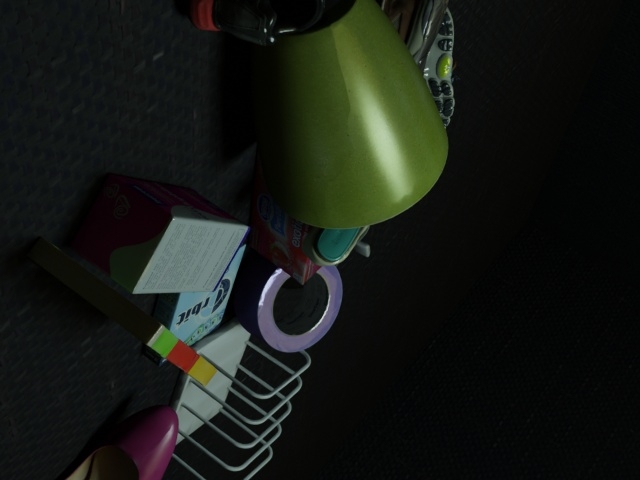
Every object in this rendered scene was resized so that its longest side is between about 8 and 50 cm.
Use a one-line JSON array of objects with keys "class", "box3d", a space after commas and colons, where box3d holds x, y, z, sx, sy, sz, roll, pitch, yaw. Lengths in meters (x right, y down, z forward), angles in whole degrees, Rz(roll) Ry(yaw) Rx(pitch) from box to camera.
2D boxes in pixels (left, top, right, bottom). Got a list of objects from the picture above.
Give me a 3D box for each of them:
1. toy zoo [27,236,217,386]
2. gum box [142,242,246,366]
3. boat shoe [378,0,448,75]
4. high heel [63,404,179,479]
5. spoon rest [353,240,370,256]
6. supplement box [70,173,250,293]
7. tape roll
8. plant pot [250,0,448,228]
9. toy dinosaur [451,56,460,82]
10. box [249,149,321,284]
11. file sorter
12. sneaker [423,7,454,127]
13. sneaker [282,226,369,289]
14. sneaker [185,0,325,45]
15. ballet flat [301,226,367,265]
[{"class": "toy zoo", "box3d": [-0.235, 0.103, 1.172, 0.030, 0.192, 0.293, -53, 161, -11]}, {"class": "gum box", "box3d": [-0.203, 0.094, 1.482, 0.157, 0.041, 0.184, -34, 150, -51]}, {"class": "boat shoe", "box3d": [0.108, -0.282, 1.526, 0.123, 0.117, 0.324, -46, 157, -64]}, {"class": "high heel", "box3d": [-0.368, 0.414, 1.448, 0.377, 0.127, 0.181, -52, 172, -3]}, {"class": "spoon rest", "box3d": [0.117, -0.105, 1.938, 0.137, 0.084, 0.276, 78, 35, -67]}, {"class": "supplement box", "box3d": [-0.202, -0.004, 1.204, 0.113, 0.111, 0.220, -60, 162, 10]}, {"class": "tape roll", "box3d": [-0.057, 0.101, 1.670, 0.189, 0.080, 0.188, -15, 115, -35]}, {"class": "plant pot", "box3d": [0.015, -0.212, 1.238, 0.274, 0.275, 0.293, -49, 145, -21]}, {"class": "toy dinosaur", "box3d": [0.264, -0.330, 1.966, 0.090, 0.047, 0.082, -56, -176, -36]}, {"class": "box", "box3d": [-0.027, -0.068, 1.514, 0.123, 0.128, 0.256, -42, 157, -34]}, {"class": "file sorter", "box3d": [-0.159, 0.307, 1.748, 0.193, 0.173, 0.277, -32, 149, -53]}, {"class": "sneaker", "box3d": [0.198, -0.305, 1.682, 0.110, 0.107, 0.275, -74, 173, -61]}, {"class": "sneaker", "box3d": [0.000, 0.000, 1.785, 0.222, 0.083, 0.118, -38, -154, 13]}, {"class": "sneaker", "box3d": [-0.027, -0.319, 1.083, 0.276, 0.135, 0.097, -48, 158, -29]}, {"class": "ballet flat", "box3d": [0.058, -0.059, 1.443, 0.248, 0.086, 0.086, -48, 160, -17]}]
